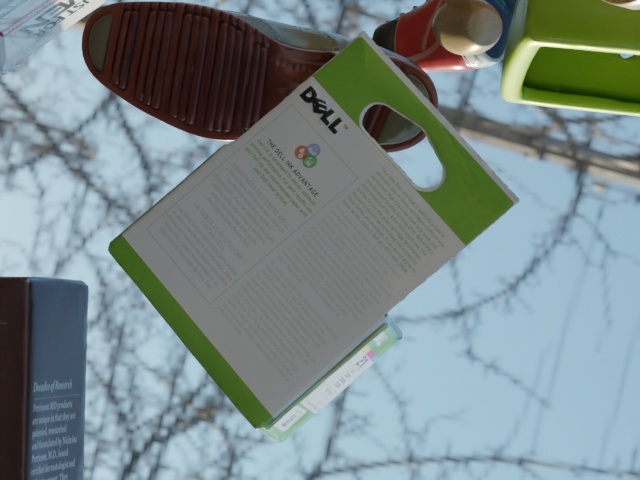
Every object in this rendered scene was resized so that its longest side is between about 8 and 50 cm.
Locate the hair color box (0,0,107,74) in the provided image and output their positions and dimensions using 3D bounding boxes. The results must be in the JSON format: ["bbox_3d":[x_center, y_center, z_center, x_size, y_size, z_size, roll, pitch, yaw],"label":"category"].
[{"bbox_3d":[-0.276,-0.195,0.964,0.185,0.374,0.113,-27,-105,33],"label":"hair color box"}]

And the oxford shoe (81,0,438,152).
[{"bbox_3d":[-0.060,-0.162,1.636,0.130,0.348,0.123,-89,-166,-74],"label":"oxford shoe"}]

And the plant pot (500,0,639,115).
[{"bbox_3d":[0.275,-0.223,1.359,0.227,0.228,0.207,83,14,-82],"label":"plant pot"}]

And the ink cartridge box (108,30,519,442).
[{"bbox_3d":[0.000,0.000,1.261,0.255,0.189,0.097,-40,164,-2],"label":"ink cartridge box"}]

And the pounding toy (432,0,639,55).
[{"bbox_3d":[0.136,-0.232,0.986,0.154,0.155,0.269,40,-64,62],"label":"pounding toy"}]

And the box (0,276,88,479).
[{"bbox_3d":[-0.295,0.218,1.314,0.143,0.191,0.381,23,67,-77],"label":"box"}]

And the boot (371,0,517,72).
[{"bbox_3d":[0.145,-0.270,1.852,0.176,0.088,0.244,-11,-142,40],"label":"boot"}]
